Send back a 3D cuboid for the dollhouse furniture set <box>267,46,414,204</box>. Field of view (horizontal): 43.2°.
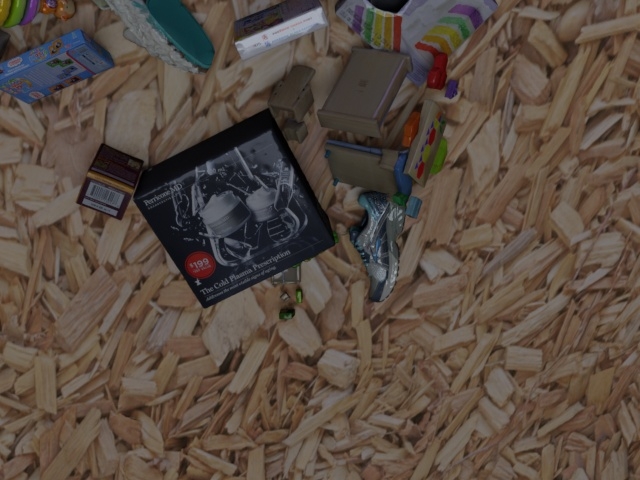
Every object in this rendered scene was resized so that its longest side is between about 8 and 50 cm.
[{"bbox_3d":[0.081,-0.255,1.824,0.286,0.198,0.303,15,151,24],"label":"dollhouse furniture set"}]

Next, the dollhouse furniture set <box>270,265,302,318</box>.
[{"bbox_3d":[-0.083,0.117,2.013,0.076,0.058,0.151,-3,96,4],"label":"dollhouse furniture set"}]

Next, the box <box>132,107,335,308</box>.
[{"bbox_3d":[-0.191,-0.072,1.830,0.343,0.179,0.312,-27,113,7],"label":"box"}]

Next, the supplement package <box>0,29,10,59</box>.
[{"bbox_3d":[-0.787,-0.404,1.643,0.244,0.134,0.139,25,110,-16],"label":"supplement package"}]

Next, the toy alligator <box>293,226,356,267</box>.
[{"bbox_3d":[0.000,0.000,1.954,0.190,0.056,0.051,-31,81,-10],"label":"toy alligator"}]

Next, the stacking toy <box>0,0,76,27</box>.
[{"bbox_3d":[-0.617,-0.476,1.587,0.302,0.175,0.166,-4,162,-45],"label":"stacking toy"}]

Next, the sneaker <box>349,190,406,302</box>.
[{"bbox_3d":[0.123,0.010,1.940,0.122,0.110,0.283,2,104,-10],"label":"sneaker"}]

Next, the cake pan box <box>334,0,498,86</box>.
[{"bbox_3d":[0.198,-0.500,1.714,0.267,0.070,0.246,38,113,-21],"label":"cake pan box"}]

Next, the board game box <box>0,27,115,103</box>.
[{"bbox_3d":[-0.556,-0.357,1.678,0.212,0.160,0.039,-23,83,4],"label":"board game box"}]

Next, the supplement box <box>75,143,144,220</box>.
[{"bbox_3d":[-0.458,-0.130,1.771,0.104,0.188,0.080,23,111,-15],"label":"supplement box"}]

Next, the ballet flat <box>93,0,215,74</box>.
[{"bbox_3d":[-0.388,-0.494,1.663,0.147,0.147,0.409,-37,110,11],"label":"ballet flat"}]

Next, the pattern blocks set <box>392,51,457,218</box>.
[{"bbox_3d":[0.231,-0.217,1.778,0.026,0.285,0.324,18,79,24],"label":"pattern blocks set"}]

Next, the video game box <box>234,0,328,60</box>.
[{"bbox_3d":[-0.085,-0.444,1.655,0.187,0.205,0.048,-19,116,4],"label":"video game box"}]
